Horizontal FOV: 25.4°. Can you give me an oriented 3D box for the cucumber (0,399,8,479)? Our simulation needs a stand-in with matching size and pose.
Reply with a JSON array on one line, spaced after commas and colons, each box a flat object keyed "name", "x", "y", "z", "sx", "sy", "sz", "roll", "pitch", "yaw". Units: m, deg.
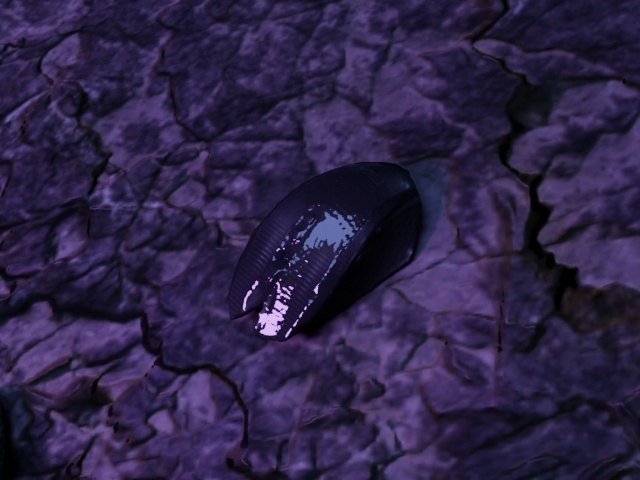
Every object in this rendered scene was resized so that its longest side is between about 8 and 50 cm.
[{"name": "cucumber", "x": -0.191, "y": 0.133, "z": 0.801, "sx": 0.032, "sy": 0.032, "sz": 0.133, "roll": -21, "pitch": 46, "yaw": 8}]

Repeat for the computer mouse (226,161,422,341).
[{"name": "computer mouse", "x": 0.000, "y": 0.000, "z": 0.811, "sx": 0.135, "sy": 0.047, "sz": 0.079, "roll": -44, "pitch": 48, "yaw": -10}]
